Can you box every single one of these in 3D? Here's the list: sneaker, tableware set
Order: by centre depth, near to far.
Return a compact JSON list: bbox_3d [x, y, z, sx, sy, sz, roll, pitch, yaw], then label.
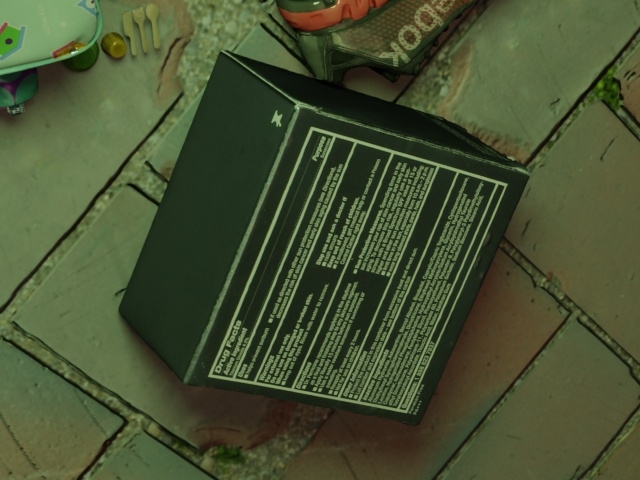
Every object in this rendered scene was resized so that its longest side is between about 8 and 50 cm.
[{"bbox_3d":[-0.207,-0.234,1.668,0.104,0.024,0.154,-19,122,-18],"label":"tableware set"},{"bbox_3d":[0.090,-0.235,1.796,0.276,0.097,0.135,-22,122,-18],"label":"sneaker"}]

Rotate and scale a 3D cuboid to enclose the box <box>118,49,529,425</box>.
[{"bbox_3d":[0.000,0.000,1.801,0.294,0.183,0.296,14,105,-36],"label":"box"}]

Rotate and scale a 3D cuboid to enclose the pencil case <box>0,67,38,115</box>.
[{"bbox_3d":[-0.295,-0.190,1.608,0.070,0.064,0.151,-28,125,-33],"label":"pencil case"}]

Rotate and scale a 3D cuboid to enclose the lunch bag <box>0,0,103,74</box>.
[{"bbox_3d":[-0.303,-0.261,1.446,0.224,0.108,0.279,-14,132,-6],"label":"lunch bag"}]
